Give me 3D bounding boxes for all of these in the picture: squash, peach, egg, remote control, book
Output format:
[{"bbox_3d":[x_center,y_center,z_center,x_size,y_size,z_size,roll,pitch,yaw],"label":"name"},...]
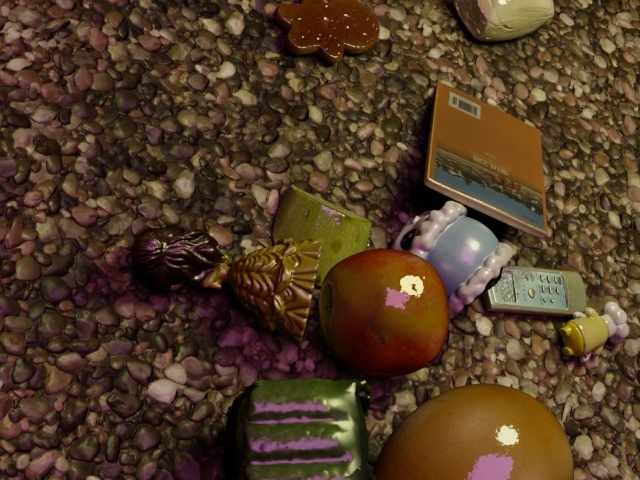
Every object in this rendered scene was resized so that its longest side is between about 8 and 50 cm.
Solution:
[{"bbox_3d":[0.008,-0.012,1.518,0.191,0.085,0.184,22,61,-8],"label":"squash"},{"bbox_3d":[0.112,0.126,1.420,0.230,0.231,0.231,8,65,-17],"label":"peach"},{"bbox_3d":[0.243,0.383,1.311,0.351,0.282,0.283,-21,76,-28],"label":"egg"},{"bbox_3d":[0.432,0.103,1.649,0.233,0.038,0.098,6,65,-17],"label":"remote control"},{"bbox_3d":[0.344,-0.176,1.677,0.262,0.028,0.374,25,41,-9],"label":"book"}]

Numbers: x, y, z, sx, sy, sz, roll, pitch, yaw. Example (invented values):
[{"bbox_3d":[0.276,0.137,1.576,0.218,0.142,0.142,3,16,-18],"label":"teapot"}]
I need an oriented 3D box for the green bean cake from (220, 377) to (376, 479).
[{"bbox_3d":[-0.031,0.381,1.196,0.218,0.335,0.319,0,69,-10],"label":"green bean cake"}]

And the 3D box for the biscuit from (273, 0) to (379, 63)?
[{"bbox_3d":[0.019,-0.457,1.748,0.236,0.039,0.180,-10,69,-24],"label":"biscuit"}]

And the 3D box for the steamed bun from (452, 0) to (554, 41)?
[{"bbox_3d":[0.438,-0.565,1.885,0.238,0.152,0.170,-18,75,-23],"label":"steamed bun"}]

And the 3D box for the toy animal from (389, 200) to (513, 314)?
[{"bbox_3d":[0.246,0.025,1.542,0.204,0.156,0.208,45,64,8],"label":"toy animal"}]

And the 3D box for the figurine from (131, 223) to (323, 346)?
[{"bbox_3d":[-0.168,0.052,1.406,0.315,0.168,0.188,13,102,-4],"label":"figurine"}]

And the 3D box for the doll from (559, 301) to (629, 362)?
[{"bbox_3d":[0.553,0.182,1.640,0.162,0.062,0.106,-15,101,-24],"label":"doll"}]
